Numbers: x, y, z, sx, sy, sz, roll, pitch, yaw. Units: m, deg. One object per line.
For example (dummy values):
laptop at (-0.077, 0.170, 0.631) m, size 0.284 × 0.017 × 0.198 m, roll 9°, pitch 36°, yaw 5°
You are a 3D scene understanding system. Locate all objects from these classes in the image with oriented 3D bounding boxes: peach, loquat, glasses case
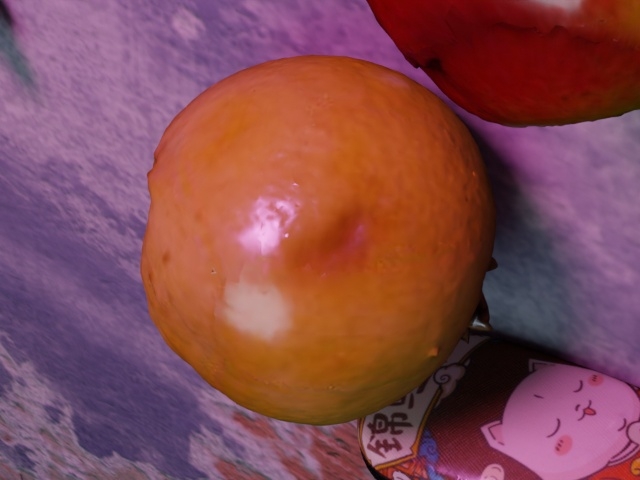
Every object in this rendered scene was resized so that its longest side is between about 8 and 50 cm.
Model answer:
peach at (0.094, -0.140, 0.485) m, size 0.197 × 0.197 × 0.197 m, roll 26°, pitch 144°, yaw 21°
loquat at (0.000, 0.000, 0.727) m, size 0.208 × 0.208 × 0.208 m, roll 26°, pitch 144°, yaw 21°
glasses case at (0.171, 0.149, 0.793) m, size 0.321 × 0.122 × 0.082 m, roll 21°, pitch 144°, yaw 27°
